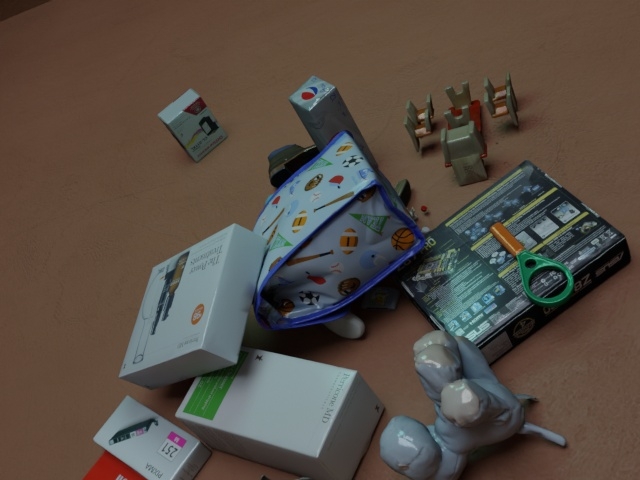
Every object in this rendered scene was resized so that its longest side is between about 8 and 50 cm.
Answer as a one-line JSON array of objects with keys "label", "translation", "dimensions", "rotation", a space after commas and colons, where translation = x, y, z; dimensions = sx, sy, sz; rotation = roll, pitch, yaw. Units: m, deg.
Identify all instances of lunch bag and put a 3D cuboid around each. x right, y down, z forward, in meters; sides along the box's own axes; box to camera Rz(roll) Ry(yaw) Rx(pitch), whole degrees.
[{"label": "lunch bag", "translation": [0.000, 0.000, 1.836], "dimensions": [0.385, 0.239, 0.328], "rotation": [-39, 24, 8]}]

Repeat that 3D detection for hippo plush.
[{"label": "hippo plush", "translation": [0.224, 0.320, 1.515], "dimensions": [0.236, 0.294, 0.234], "rotation": [-50, 37, 18]}]

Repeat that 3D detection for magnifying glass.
[{"label": "magnifying glass", "translation": [0.405, 0.043, 1.636], "dimensions": [0.092, 0.026, 0.231], "rotation": [-34, 49, -1]}]

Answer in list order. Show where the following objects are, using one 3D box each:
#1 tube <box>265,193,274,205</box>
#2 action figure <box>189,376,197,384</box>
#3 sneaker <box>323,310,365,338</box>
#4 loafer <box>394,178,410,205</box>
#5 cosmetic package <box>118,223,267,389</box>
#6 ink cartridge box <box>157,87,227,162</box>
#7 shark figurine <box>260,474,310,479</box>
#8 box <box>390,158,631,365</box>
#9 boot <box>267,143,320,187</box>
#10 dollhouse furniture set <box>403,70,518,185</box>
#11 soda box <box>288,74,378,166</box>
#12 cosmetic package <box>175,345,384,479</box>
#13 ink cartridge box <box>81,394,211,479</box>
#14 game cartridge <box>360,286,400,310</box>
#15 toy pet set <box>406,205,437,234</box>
[{"label": "tube", "translation": [-0.057, -0.056, 2.119], "dimensions": [0.080, 0.052, 0.207], "rotation": [-49, 50, -9]}, {"label": "action figure", "translation": [-0.297, 0.193, 2.010], "dimensions": [0.139, 0.091, 0.280], "rotation": [-34, 44, 10]}, {"label": "sneaker", "translation": [0.031, 0.145, 1.873], "dimensions": [0.212, 0.080, 0.094], "rotation": [22, 52, 42]}, {"label": "loafer", "translation": [0.171, -0.087, 2.000], "dimensions": [0.050, 0.056, 0.148], "rotation": [10, 58, 30]}, {"label": "cosmetic package", "translation": [-0.280, 0.152, 1.812], "dimensions": [0.377, 0.097, 0.284], "rotation": [-25, 47, 48]}, {"label": "ink cartridge box", "translation": [-0.371, -0.335, 2.459], "dimensions": [0.127, 0.175, 0.072], "rotation": [-42, 46, -8]}, {"label": "shark figurine", "translation": [-0.096, 0.583, 1.564], "dimensions": [0.116, 0.166, 0.278], "rotation": [15, 40, 11]}, {"label": "box", "translation": [0.376, 0.045, 1.734], "dimensions": [0.395, 0.097, 0.318], "rotation": [-37, 46, -2]}, {"label": "boot", "translation": [-0.050, -0.237, 2.247], "dimensions": [0.219, 0.082, 0.106], "rotation": [-28, 46, 9]}, {"label": "dollhouse furniture set", "translation": [0.347, -0.265, 2.029], "dimensions": [0.262, 0.135, 0.259], "rotation": [-14, 36, 20]}, {"label": "soda box", "translation": [0.035, -0.264, 2.069], "dimensions": [0.091, 0.286, 0.098], "rotation": [-44, 45, -10]}, {"label": "cosmetic package", "translation": [-0.083, 0.346, 1.700], "dimensions": [0.366, 0.155, 0.197], "rotation": [4, 54, 35]}, {"label": "ink cartridge box", "translation": [-0.406, 0.494, 1.832], "dimensions": [0.275, 0.060, 0.239], "rotation": [19, 63, 40]}, {"label": "game cartridge", "translation": [0.134, 0.129, 1.862], "dimensions": [0.083, 0.017, 0.056], "rotation": [-1, 49, 30]}, {"label": "toy pet set", "translation": [0.209, -0.014, 1.928], "dimensions": [0.114, 0.065, 0.122], "rotation": [-5, 43, -20]}]
